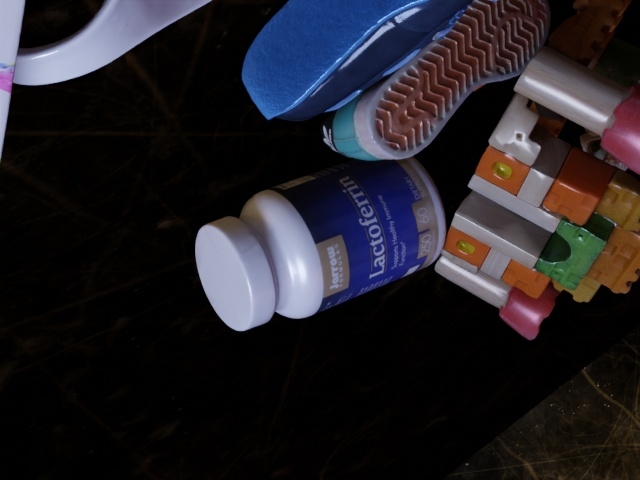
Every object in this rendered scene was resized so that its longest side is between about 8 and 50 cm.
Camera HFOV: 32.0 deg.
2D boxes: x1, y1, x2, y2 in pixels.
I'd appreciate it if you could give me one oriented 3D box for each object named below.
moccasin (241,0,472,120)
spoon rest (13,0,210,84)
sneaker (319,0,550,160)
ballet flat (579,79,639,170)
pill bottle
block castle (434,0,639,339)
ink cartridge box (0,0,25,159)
[{"bbox_3d":[0.070,-0.237,1.017,0.342,0.137,0.117,-32,163,28],"label":"moccasin"},{"bbox_3d":[-0.135,-0.201,0.841,0.276,0.084,0.137,-33,155,-3],"label":"spoon rest"},{"bbox_3d":[0.117,-0.188,1.178,0.302,0.108,0.121,-39,-157,-28],"label":"sneaker"},{"bbox_3d":[0.416,-0.160,1.612,0.077,0.091,0.241,-13,151,4],"label":"ballet flat"},{"bbox_3d":[0.000,0.000,1.280,0.265,0.153,0.153,-22,152,-28],"label":"pill bottle"},{"bbox_3d":[0.320,-0.099,1.297,0.303,0.213,0.453,-54,169,-31],"label":"block castle"},{"bbox_3d":[-0.303,-0.143,0.688,0.207,0.119,0.353,-17,150,-34],"label":"ink cartridge box"}]
